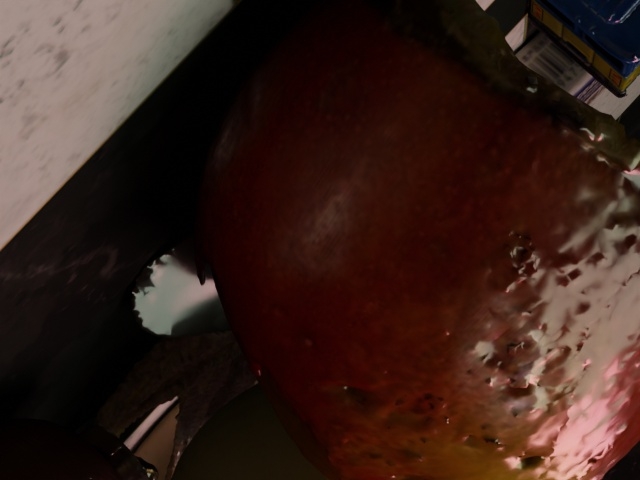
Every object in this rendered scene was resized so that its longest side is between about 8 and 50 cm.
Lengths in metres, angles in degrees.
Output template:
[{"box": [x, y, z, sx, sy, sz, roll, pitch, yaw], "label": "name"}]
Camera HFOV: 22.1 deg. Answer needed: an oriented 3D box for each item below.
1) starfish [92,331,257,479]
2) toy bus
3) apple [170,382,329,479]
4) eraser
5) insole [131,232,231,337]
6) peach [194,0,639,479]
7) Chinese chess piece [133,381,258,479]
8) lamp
[{"box": [-0.045, 0.131, 1.477, 0.398, 0.132, 0.384, -35, 143, -13], "label": "starfish"}, {"box": [0.341, -0.294, 1.580, 0.288, 0.138, 0.175, -47, 169, -2], "label": "toy bus"}, {"box": [0.037, 0.247, 1.377, 0.258, 0.233, 0.295, -37, 150, -2], "label": "apple"}, {"box": [0.255, -0.176, 1.796, 0.279, 0.081, 0.124, -43, 167, -22], "label": "eraser"}, {"box": [0.000, 0.000, 1.306, 0.328, 0.007, 0.111, -22, 129, -19], "label": "insole"}, {"box": [0.096, -0.001, 1.123, 0.353, 0.339, 0.416, -25, 134, -29], "label": "peach"}, {"box": [-0.115, 0.236, 1.763, 0.273, 0.102, 0.273, -47, 169, -12], "label": "Chinese chess piece"}, {"box": [-0.229, 0.232, 1.176, 0.258, 0.180, 0.180, -42, 167, -29], "label": "lamp"}]
